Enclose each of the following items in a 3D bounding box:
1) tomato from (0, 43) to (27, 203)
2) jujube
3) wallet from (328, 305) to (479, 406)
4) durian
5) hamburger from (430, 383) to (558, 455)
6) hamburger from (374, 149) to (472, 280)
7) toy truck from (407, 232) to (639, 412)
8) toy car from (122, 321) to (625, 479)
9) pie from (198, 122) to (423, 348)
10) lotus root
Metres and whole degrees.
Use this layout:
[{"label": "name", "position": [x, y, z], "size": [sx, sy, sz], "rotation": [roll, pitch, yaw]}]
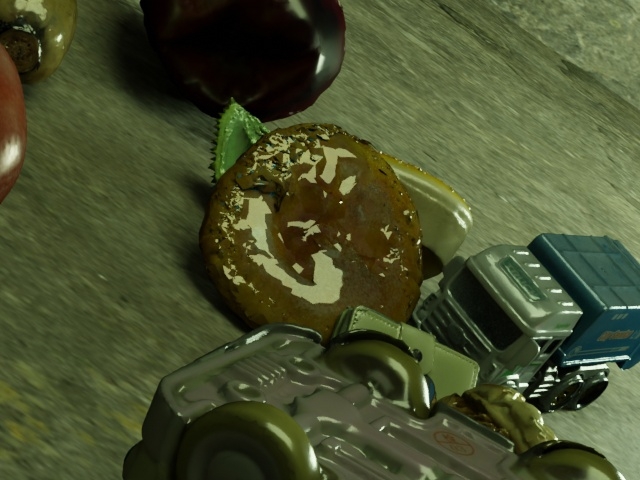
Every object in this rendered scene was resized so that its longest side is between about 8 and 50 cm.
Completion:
[{"label": "tomato", "position": [-0.336, -0.088, 1.107], "size": [0.208, 0.184, 0.208], "rotation": [14, 65, -33]}, {"label": "jujube", "position": [-0.107, -0.284, 1.760], "size": [0.258, 0.258, 0.376], "rotation": [24, 13, -26]}, {"label": "wallet", "position": [0.076, 0.136, 1.381], "size": [0.155, 0.039, 0.110], "rotation": [26, 65, -23]}, {"label": "durian", "position": [-0.055, -0.050, 1.539], "size": [0.215, 0.100, 0.086], "rotation": [50, 23, 6]}, {"label": "hamburger", "position": [0.165, 0.213, 1.218], "size": [0.213, 0.108, 0.214], "rotation": [60, 3, -6]}, {"label": "hamburger", "position": [0.067, -0.037, 1.619], "size": [0.210, 0.173, 0.116], "rotation": [29, 61, -14]}, {"label": "toy truck", "position": [0.256, 0.092, 1.604], "size": [0.367, 0.175, 0.146], "rotation": [0, 43, -53]}, {"label": "toy car", "position": [0.039, 0.218, 0.901], "size": [0.336, 0.226, 0.242], "rotation": [29, 19, 16]}, {"label": "pie", "position": [0.001, -0.001, 1.443], "size": [0.273, 0.069, 0.273], "rotation": [15, 62, -30]}, {"label": "lotus root", "position": [-0.322, -0.250, 1.533], "size": [0.118, 0.125, 0.221], "rotation": [3, 35, -8]}]
